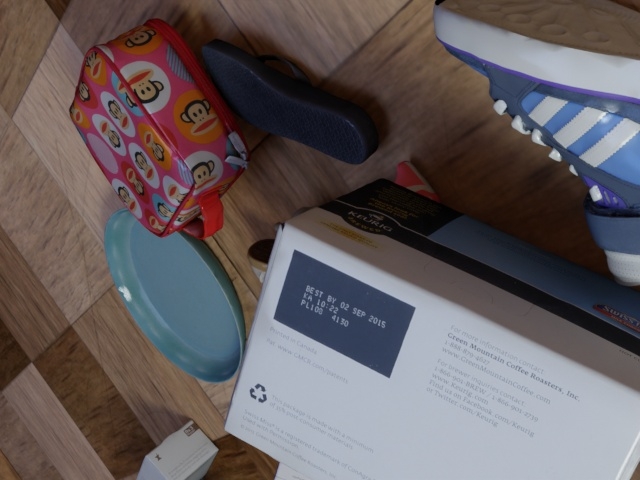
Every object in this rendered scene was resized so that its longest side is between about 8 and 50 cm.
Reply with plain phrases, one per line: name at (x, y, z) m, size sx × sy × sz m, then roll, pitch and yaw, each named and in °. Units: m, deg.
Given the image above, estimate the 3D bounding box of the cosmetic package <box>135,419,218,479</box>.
cosmetic package at (-0.278, 0.441, 1.878) m, size 0.085 × 0.117 × 0.231 m, roll 45°, pitch 145°, yaw 12°

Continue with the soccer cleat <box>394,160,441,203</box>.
soccer cleat at (0.027, 0.005, 1.130) m, size 0.248 × 0.083 × 0.095 m, roll -30°, pitch 77°, yaw 26°

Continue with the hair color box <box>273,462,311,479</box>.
hair color box at (0.057, 0.239, 1.270) m, size 0.185 × 0.110 × 0.339 m, roll 18°, pitch 137°, yaw 1°

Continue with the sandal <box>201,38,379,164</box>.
sandal at (-0.033, -0.162, 1.152) m, size 0.254 × 0.054 × 0.097 m, roll 31°, pitch 149°, yaw 25°

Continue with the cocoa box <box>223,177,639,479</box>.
cocoa box at (0.129, 0.123, 0.939) m, size 0.347 × 0.228 × 0.231 m, roll 26°, pitch 114°, yaw 18°

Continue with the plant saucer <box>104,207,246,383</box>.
plant saucer at (-0.222, 0.081, 1.577) m, size 0.317 × 0.043 × 0.318 m, roll 31°, pitch 139°, yaw 31°

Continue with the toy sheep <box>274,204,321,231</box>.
toy sheep at (0.000, 0.000, 1.212) m, size 0.132 × 0.091 × 0.091 m, roll 13°, pitch 129°, yaw 23°

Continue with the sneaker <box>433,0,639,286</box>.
sneaker at (0.229, -0.069, 0.847) m, size 0.322 × 0.130 × 0.236 m, roll 23°, pitch 131°, yaw 29°

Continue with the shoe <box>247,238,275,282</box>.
shoe at (-0.002, 0.058, 1.266) m, size 0.219 × 0.076 × 0.058 m, roll 23°, pitch 129°, yaw 37°

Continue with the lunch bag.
lunch bag at (-0.203, -0.120, 1.290) m, size 0.258 × 0.120 × 0.293 m, roll 56°, pitch 156°, yaw 0°
